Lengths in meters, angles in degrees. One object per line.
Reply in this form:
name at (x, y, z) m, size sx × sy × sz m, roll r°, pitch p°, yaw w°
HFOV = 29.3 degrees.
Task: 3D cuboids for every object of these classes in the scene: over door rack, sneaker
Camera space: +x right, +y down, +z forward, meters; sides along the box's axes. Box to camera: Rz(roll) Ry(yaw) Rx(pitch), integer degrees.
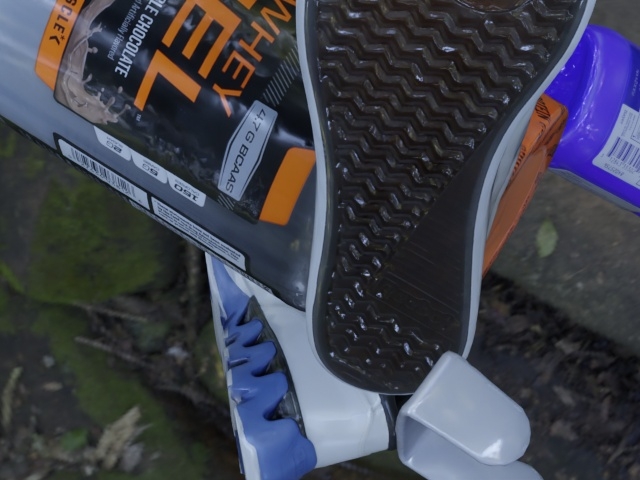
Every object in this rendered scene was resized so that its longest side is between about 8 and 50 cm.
over door rack at (0.206, 0.072, 0.391) m, size 0.324 × 0.239 × 0.108 m, roll 41°, pitch 161°, yaw -2°
sneaker at (0.044, -0.080, 0.503) m, size 0.106 × 0.123 × 0.290 m, roll 13°, pitch 127°, yaw 1°
sneaker at (0.006, 0.063, 0.991) m, size 0.127 × 0.182 × 0.315 m, roll 90°, pitch 169°, yaw -46°

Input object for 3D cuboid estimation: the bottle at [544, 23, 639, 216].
bottle at (0.279, -0.079, 1.020) m, size 0.092 × 0.283 × 0.118 m, roll 15°, pitch 85°, yaw 52°

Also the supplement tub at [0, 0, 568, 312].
supplement tub at (-0.036, -0.092, 0.748) m, size 0.338 × 0.207 × 0.207 m, roll 31°, pitch 113°, yaw 13°
